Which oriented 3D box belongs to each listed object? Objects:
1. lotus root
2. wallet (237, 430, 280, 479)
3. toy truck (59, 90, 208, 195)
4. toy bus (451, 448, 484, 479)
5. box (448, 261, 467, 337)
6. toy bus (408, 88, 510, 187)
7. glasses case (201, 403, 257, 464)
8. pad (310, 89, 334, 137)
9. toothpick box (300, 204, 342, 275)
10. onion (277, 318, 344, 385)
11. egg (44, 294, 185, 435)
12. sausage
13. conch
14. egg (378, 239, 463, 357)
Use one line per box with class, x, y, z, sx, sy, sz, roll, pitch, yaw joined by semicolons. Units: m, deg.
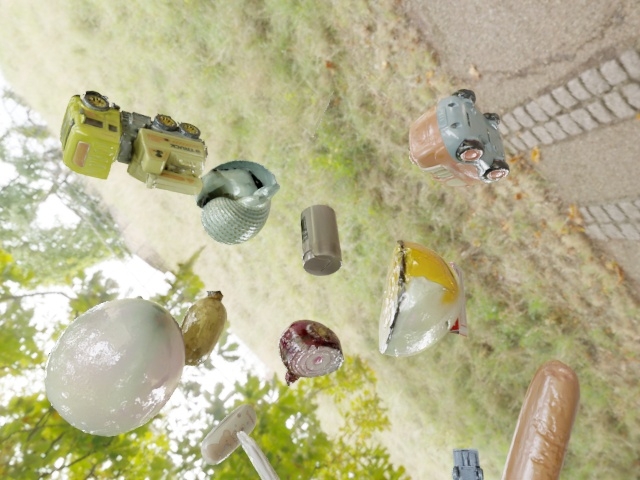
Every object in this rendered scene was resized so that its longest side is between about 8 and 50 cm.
lotus root;-0.397;0.297;1.747;0.146;0.284;0.160;25;168;-21
wallet;-0.114;0.485;1.100;0.182;0.032;0.124;61;160;-4
toy truck;-0.351;-0.167;1.010;0.272;0.124;0.157;13;-143;-32
toy bus;0.303;0.526;1.064;0.075;0.064;0.190;76;-166;-48
box;0.429;0.192;1.678;0.050;0.229;0.123;-9;162;27
toy bus;0.370;-0.253;1.440;0.288;0.232;0.194;23;-126;-42
glasses case;-0.248;0.530;1.439;0.204;0.051;0.081;-36;-73;-52
pad;0.004;-0.455;1.895;0.002;0.176;0.266;24;-171;-8
toothpick box;0.000;0.000;1.478;0.111;0.111;0.180;41;-146;-44
onion;-0.048;0.334;1.536;0.195;0.218;0.139;11;-145;-37
egg;-0.529;0.315;1.453;0.355;0.340;0.354;36;-151;-23
sausage;0.361;0.340;0.864;0.086;0.288;0.086;20;166;5
conch;-0.307;-0.139;1.980;0.215;0.319;0.302;85;161;-68
egg;0.269;0.165;1.398;0.201;0.336;0.337;13;177;3
